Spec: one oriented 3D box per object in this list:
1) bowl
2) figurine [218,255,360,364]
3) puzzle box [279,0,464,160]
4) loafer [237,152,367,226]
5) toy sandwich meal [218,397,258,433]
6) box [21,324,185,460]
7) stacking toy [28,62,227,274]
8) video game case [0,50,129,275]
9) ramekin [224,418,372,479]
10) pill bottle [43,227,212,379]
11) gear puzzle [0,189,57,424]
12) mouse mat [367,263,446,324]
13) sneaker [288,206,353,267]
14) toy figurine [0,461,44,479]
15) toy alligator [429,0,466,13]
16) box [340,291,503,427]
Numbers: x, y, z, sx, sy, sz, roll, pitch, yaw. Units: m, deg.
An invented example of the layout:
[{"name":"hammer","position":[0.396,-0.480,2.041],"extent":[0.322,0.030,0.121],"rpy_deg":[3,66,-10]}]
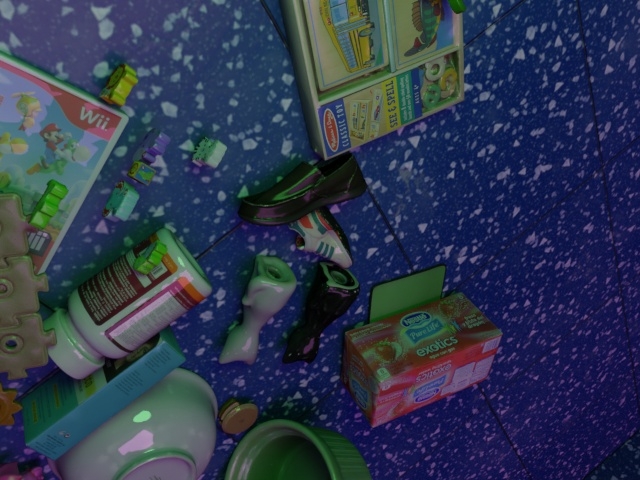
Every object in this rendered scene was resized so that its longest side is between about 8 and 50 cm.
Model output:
[{"name":"bowl","position":[-0.300,0.370,0.984],"extent":[0.298,0.134,0.297],"rpy_deg":[-16,126,-23]},{"name":"figurine","position":[-0.062,0.141,1.017],"extent":[0.215,0.092,0.209],"rpy_deg":[7,119,-34]},{"name":"puzzle box","position":[0.075,-0.341,0.805],"extent":[0.272,0.052,0.408],"rpy_deg":[-25,130,-15]},{"name":"loafer","position":[-0.031,-0.087,0.898],"extent":[0.220,0.080,0.078],"rpy_deg":[-22,119,-25]},{"name":"toy sandwich meal","position":[-0.162,0.342,1.122],"extent":[0.086,0.029,0.085],"rpy_deg":[-20,131,-25]},{"name":"box","position":[-0.334,0.215,0.882],"extent":[0.244,0.100,0.060],"rpy_deg":[-38,131,-6]},{"name":"stacking toy","position":[-0.236,-0.082,0.727],"extent":[0.167,0.052,0.221],"rpy_deg":[36,78,-42]},{"name":"video game case","position":[-0.395,-0.077,0.705],"extent":[0.204,0.025,0.285],"rpy_deg":[24,105,-40]},{"name":"ramekin","position":[-0.039,0.512,1.136],"extent":[0.148,0.303,0.303],"rpy_deg":[22,106,-48]},{"name":"pill bottle","position":[-0.277,0.091,0.822],"extent":[0.221,0.121,0.121],"rpy_deg":[-36,132,-6]},{"name":"gear puzzle","position":[-0.430,0.099,0.722],"extent":[0.176,0.044,0.338],"rpy_deg":[-6,112,-19]},{"name":"mouse mat","position":[0.181,0.131,1.210],"extent":[0.190,0.007,0.152],"rpy_deg":[-14,126,-23]},{"name":"sneaker","position":[0.000,0.000,0.990],"extent":[0.075,0.057,0.161],"rpy_deg":[-22,139,12]},{"name":"toy figurine","position":[-0.493,0.429,0.932],"extent":[0.173,0.130,0.159],"rpy_deg":[-14,119,-51]},{"name":"toy alligator","position":[0.144,-0.378,0.757],"extent":[0.190,0.056,0.051],"rpy_deg":[33,57,-40]},{"name":"box","position":[0.206,0.244,1.201],"extent":[0.300,0.142,0.154],"rpy_deg":[-16,131,-22]}]
